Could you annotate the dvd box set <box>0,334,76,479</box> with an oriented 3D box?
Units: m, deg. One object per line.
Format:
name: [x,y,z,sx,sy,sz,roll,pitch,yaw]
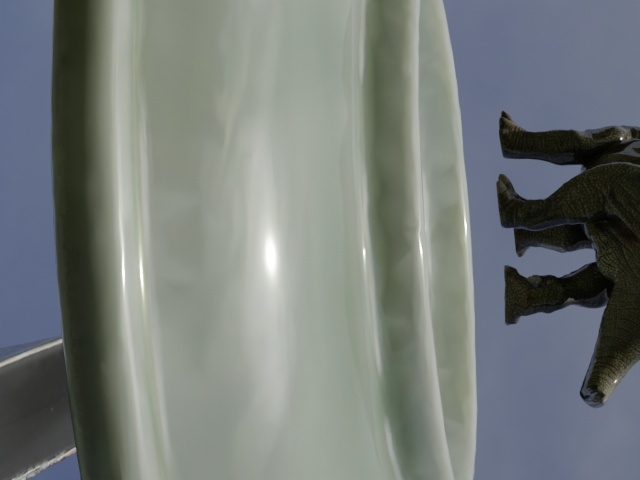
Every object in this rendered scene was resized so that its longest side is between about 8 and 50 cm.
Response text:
dvd box set: [-0.360,0.144,0.968,0.420,0.062,0.307,-13,-175,29]

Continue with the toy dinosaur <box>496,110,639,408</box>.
toy dinosaur: [0.186,-0.012,1.126,0.160,0.121,0.313,-5,-161,10]

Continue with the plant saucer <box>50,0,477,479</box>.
plant saucer: [0.000,0.000,0.729,0.101,0.400,0.400,-5,-132,9]
